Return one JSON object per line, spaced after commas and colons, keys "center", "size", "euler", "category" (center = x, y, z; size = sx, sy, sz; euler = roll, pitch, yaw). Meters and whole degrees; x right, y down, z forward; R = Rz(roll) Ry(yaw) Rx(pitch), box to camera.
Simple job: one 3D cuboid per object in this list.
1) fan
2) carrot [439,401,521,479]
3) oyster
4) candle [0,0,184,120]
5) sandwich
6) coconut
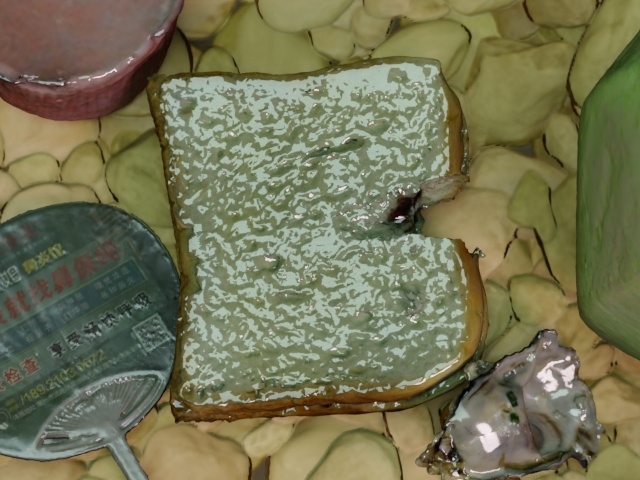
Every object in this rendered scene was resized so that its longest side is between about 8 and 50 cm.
{"center": [-0.175, 0.087, 1.460], "size": [0.294, 0.012, 0.223], "euler": [29, 71, 5], "category": "fan"}
{"center": [0.128, 0.185, 1.413], "size": [0.048, 0.048, 0.139], "euler": [-32, 76, -1], "category": "carrot"}
{"center": [0.141, 0.127, 1.390], "size": [0.165, 0.053, 0.108], "euler": [-13, 99, -38], "category": "oyster"}
{"center": [-0.230, -0.268, 1.495], "size": [0.317, 0.131, 0.287], "euler": [37, 78, 1], "category": "candle"}
{"center": [0.000, 0.000, 1.435], "size": [0.249, 0.095, 0.273], "euler": [-6, 78, 1], "category": "sandwich"}
{"center": [0.327, -0.012, 1.318], "size": [0.328, 0.281, 0.328], "euler": [9, 73, -32], "category": "coconut"}
